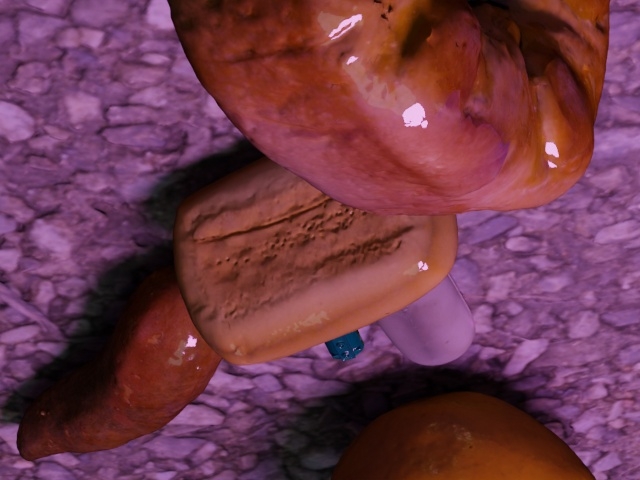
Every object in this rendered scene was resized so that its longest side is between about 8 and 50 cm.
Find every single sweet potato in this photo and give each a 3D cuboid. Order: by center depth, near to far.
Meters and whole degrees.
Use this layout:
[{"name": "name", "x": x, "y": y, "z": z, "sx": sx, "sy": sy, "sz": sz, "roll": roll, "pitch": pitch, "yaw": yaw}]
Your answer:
[{"name": "sweet potato", "x": -0.155, "y": 0.116, "z": 1.513, "sx": 0.097, "sy": 0.097, "sz": 0.292, "roll": 17, "pitch": 138, "yaw": -28}]

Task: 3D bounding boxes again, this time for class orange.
[{"name": "orange", "x": 0.127, "y": 0.266, "z": 1.599, "sx": 0.235, "sy": 0.279, "sz": 0.279, "roll": -10, "pitch": 144, "yaw": 23}]

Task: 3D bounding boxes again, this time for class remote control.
[{"name": "remote control", "x": 0.062, "y": 0.038, "z": 1.477, "sx": 0.073, "sy": 0.044, "sz": 0.229, "roll": -15, "pitch": 141, "yaw": 17}]

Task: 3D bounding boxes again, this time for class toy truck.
[{"name": "toy truck", "x": 0.010, "y": 0.060, "z": 1.500, "sx": 0.039, "sy": 0.044, "sz": 0.083, "roll": -16, "pitch": 142, "yaw": 8}]

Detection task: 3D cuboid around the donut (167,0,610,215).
[{"name": "donut", "x": 0.045, "y": -0.152, "z": 1.034, "sx": 0.150, "sy": 0.299, "sz": 0.317, "roll": -11, "pitch": 120, "yaw": 29}]

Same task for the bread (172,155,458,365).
[{"name": "bread", "x": 0.000, "y": 0.000, "z": 1.346, "sx": 0.217, "sy": 0.147, "sz": 0.098, "roll": -20, "pitch": 169, "yaw": 22}]
